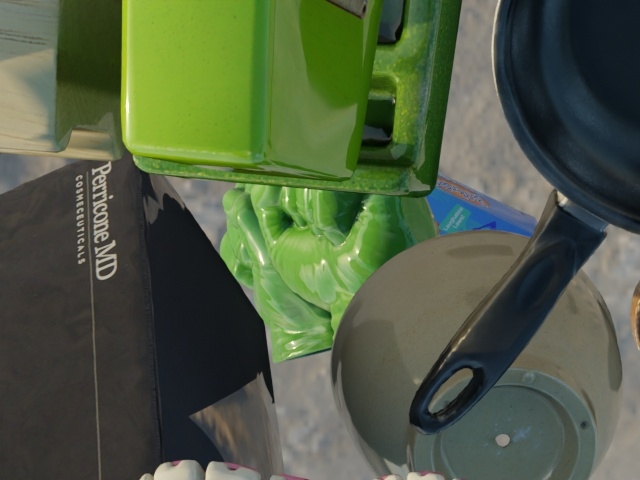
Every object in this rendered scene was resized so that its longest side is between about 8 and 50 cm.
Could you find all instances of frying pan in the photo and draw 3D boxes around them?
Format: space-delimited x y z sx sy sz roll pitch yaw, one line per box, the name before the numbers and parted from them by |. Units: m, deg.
frying pan | 0.163 -0.033 0.852 0.197 0.053 0.326 11 125 1

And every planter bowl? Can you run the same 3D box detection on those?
planter bowl | 0.090 0.088 1.015 0.162 0.109 0.162 -2 111 -4

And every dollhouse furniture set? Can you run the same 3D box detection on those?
dollhouse furniture set | -0.122 -0.102 0.532 0.301 0.151 0.197 5 180 17

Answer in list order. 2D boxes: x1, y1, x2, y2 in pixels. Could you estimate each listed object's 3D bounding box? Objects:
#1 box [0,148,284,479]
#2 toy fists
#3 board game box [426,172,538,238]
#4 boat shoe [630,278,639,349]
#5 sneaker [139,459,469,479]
box | -0.186 0.164 1.007 0.312 0.343 0.179 -22 133 12
toy fists | 0.000 0.000 1.275 0.096 0.142 0.279 -13 175 -16
board game box | 0.089 0.011 1.840 0.210 0.047 0.160 23 115 -28
boat shoe | 0.376 0.050 1.333 0.324 0.116 0.123 -6 115 18
sneaker | 0.001 0.118 0.622 0.170 0.075 0.063 3 130 25
